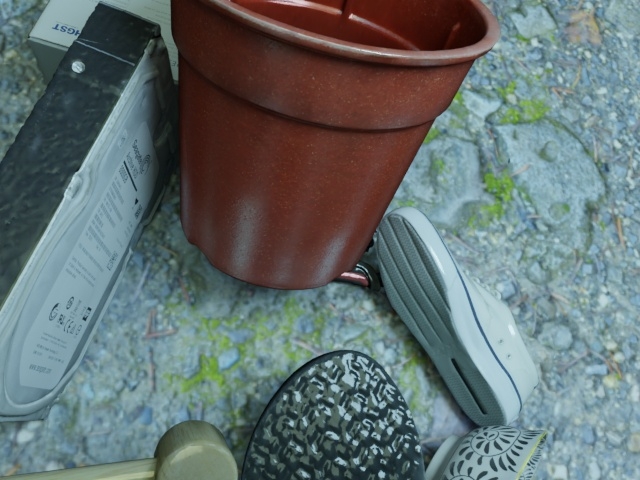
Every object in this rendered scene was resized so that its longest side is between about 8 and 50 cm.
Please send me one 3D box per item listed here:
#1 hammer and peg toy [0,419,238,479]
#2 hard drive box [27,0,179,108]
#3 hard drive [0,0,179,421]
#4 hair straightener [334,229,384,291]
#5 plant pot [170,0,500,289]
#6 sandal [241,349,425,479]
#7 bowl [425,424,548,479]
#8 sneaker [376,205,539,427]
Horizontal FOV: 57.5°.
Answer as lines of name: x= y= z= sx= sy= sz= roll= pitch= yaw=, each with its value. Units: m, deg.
hammer and peg toy: x=-0.195 y=0.305 z=0.450 sx=0.266 sy=0.127 sz=0.360 roll=11 pitch=88 yaw=-12
hard drive box: x=-0.192 y=-0.264 z=0.677 sx=0.181 sy=0.089 sz=0.232 roll=17 pitch=65 yaw=-2
hard drive: x=-0.225 y=-0.007 z=0.531 sx=0.064 sy=0.237 sz=0.338 roll=21 pitch=71 yaw=-2
hair straightener: x=0.000 y=0.000 z=0.659 sx=0.231 sy=0.047 sz=0.088 roll=10 pitch=73 yaw=-5
plant pot: x=-0.018 y=-0.113 z=0.546 sx=0.273 sy=0.265 sz=0.272 roll=10 pitch=41 yaw=-9
sandal: x=0.014 y=0.325 z=0.548 sx=0.168 sy=0.107 sz=0.445 roll=-4 pitch=87 yaw=-10
bowl: x=0.148 y=0.242 z=0.568 sx=0.080 sy=0.170 sz=0.170 roll=26 pitch=69 yaw=30
sneaker: x=0.148 y=0.074 z=0.633 sx=0.091 sy=0.094 sz=0.258 roll=-31 pitch=97 yaw=-37
